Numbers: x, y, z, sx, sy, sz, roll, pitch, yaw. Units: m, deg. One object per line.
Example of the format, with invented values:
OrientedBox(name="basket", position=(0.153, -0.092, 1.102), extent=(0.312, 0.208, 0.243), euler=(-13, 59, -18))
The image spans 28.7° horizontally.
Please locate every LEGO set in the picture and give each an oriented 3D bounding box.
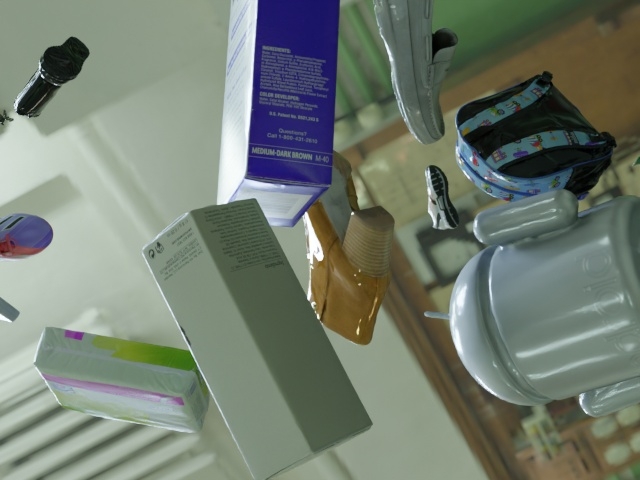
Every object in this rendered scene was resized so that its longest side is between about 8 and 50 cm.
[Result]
OrientedBox(name="LEGO set", position=(-0.581, -0.219, 2.192), extent=(0.083, 0.023, 0.054), euler=(29, -141, -15))

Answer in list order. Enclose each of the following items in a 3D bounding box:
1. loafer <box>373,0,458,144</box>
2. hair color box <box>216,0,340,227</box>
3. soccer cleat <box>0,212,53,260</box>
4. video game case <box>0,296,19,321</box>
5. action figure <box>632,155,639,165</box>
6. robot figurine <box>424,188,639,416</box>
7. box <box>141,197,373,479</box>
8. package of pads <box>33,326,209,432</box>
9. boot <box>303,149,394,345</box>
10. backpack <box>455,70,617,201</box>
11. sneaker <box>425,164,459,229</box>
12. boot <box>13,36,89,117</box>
OrientedBox(name="loafer", position=(0.161, -0.287, 1.942), extent=(0.112, 0.112, 0.319), euler=(-87, -16, -48))
OrientedBox(name="hair color box", position=(-0.049, -0.202, 1.484), extent=(0.185, 0.110, 0.338), euler=(137, 136, -70))
OrientedBox(name="soccer cleat", position=(-0.568, 0.006, 2.087), extent=(0.095, 0.248, 0.083), euler=(-56, -39, -67))
OrientedBox(name="video game case", position=(-0.590, 0.055, 1.981), extent=(0.212, 0.023, 0.193), euler=(42, 161, -24))
OrientedBox(name="action figure", position=(0.414, -0.124, 1.303), extent=(0.232, 0.137, 0.063), euler=(85, 165, -86))
OrientedBox(name="robot figurine", position=(0.297, 0.073, 1.449), extent=(0.300, 0.353, 0.200), euler=(57, -145, -13))
OrientedBox(name="box", position=(-0.066, 0.099, 1.286), extent=(0.113, 0.094, 0.275), euler=(-12, -108, -52))
OrientedBox(name="package of pads", position=(-0.363, 0.265, 2.341), extent=(0.229, 0.297, 0.101), euler=(84, -163, -63))
OrientedBox(name="boot", position=(0.001, 0.000, 1.801), extent=(0.295, 0.104, 0.211), euler=(48, 135, 44))
OrientedBox(name="backpack", position=(0.241, -0.106, 1.510), extent=(0.158, 0.173, 0.117), euler=(52, 145, 27))
OrientedBox(name="sneaker", position=(0.186, -0.068, 2.017), extent=(0.040, 0.044, 0.109), euler=(-13, -93, -40))
OrientedBox(name="boot", position=(-0.318, -0.182, 1.446), extent=(0.045, 0.099, 0.121), euler=(42, -159, -12))
